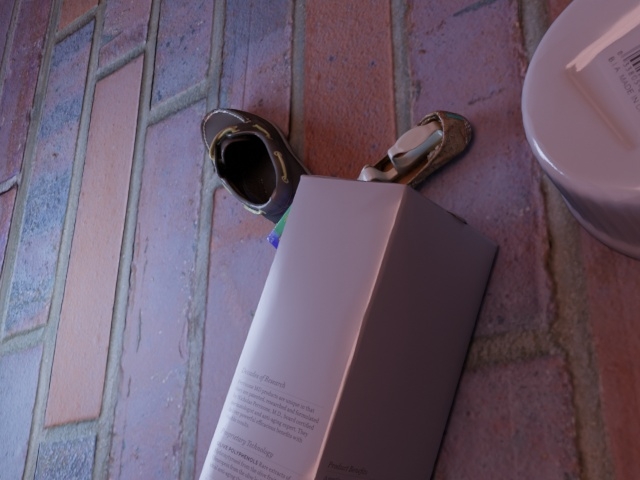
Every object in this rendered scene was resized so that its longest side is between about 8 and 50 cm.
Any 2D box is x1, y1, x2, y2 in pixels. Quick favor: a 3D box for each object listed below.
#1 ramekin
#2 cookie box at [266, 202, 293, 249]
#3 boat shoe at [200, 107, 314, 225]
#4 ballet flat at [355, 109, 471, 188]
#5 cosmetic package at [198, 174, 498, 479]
[{"bbox_3d":[0.322,-0.127,0.693,0.277,0.135,0.277,-18,60,35],"label":"ramekin"},{"bbox_3d":[0.000,0.000,0.948,0.107,0.040,0.092,45,113,18],"label":"cookie box"},{"bbox_3d":[-0.101,-0.118,1.087,0.109,0.091,0.305,-52,47,10],"label":"boat shoe"},{"bbox_3d":[0.089,-0.087,0.924,0.206,0.067,0.073,-44,53,19],"label":"ballet flat"},{"bbox_3d":[0.034,0.136,0.786,0.155,0.197,0.365,8,75,44],"label":"cosmetic package"}]
